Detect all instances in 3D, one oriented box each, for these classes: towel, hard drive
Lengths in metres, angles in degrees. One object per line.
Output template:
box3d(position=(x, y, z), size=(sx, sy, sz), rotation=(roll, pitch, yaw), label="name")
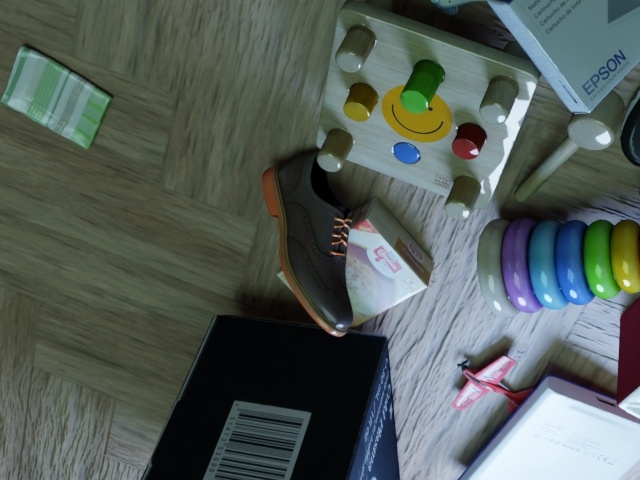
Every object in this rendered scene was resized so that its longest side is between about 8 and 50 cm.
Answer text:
box3d(position=(-0.397, -0.211, 1.533), size=(0.152, 0.023, 0.113), rotation=(30, 128, -5), label="towel")
box3d(position=(0.375, 0.359, 1.654), size=(0.210, 0.040, 0.318), rotation=(21, 128, -11), label="hard drive")

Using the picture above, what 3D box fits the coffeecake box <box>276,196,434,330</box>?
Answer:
box3d(position=(0.053, 0.043, 1.539), size=(0.185, 0.068, 0.142), rotation=(-32, 108, 32), label="coffeecake box")

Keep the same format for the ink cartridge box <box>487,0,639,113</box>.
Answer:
box3d(position=(0.304, -0.298, 1.155), size=(0.223, 0.045, 0.224), rotation=(-45, 107, -9), label="ink cartridge box")

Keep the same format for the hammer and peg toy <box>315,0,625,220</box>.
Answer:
box3d(position=(0.174, -0.140, 1.295), size=(0.361, 0.127, 0.266), rotation=(22, 143, 7), label="hammer and peg toy")

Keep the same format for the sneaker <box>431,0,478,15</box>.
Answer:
box3d(position=(0.137, -0.334, 1.231), size=(0.283, 0.110, 0.122), rotation=(17, 134, 8), label="sneaker")

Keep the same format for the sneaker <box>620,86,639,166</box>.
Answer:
box3d(position=(0.473, -0.173, 1.223), size=(0.107, 0.124, 0.283), rotation=(40, 126, -11), label="sneaker")

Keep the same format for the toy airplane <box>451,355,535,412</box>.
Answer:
box3d(position=(0.280, 0.233, 1.625), size=(0.151, 0.028, 0.151), rotation=(9, 127, 12), label="toy airplane")

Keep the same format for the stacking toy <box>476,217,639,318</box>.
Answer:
box3d(position=(0.382, 0.026, 1.354), size=(0.330, 0.141, 0.141), rotation=(-6, 122, 30), label="stacking toy")

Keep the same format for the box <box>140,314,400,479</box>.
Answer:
box3d(position=(-0.066, 0.452, 1.561), size=(0.297, 0.480, 0.471), rotation=(7, 134, 14), label="box")

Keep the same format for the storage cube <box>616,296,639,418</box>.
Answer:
box3d(position=(0.533, 0.153, 1.388), size=(0.184, 0.193, 0.215), rotation=(32, 128, -6), label="storage cube")

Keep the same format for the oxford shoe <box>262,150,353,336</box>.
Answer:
box3d(position=(0.000, 0.000, 1.437), size=(0.098, 0.097, 0.271), rotation=(-28, 73, 26), label="oxford shoe")
